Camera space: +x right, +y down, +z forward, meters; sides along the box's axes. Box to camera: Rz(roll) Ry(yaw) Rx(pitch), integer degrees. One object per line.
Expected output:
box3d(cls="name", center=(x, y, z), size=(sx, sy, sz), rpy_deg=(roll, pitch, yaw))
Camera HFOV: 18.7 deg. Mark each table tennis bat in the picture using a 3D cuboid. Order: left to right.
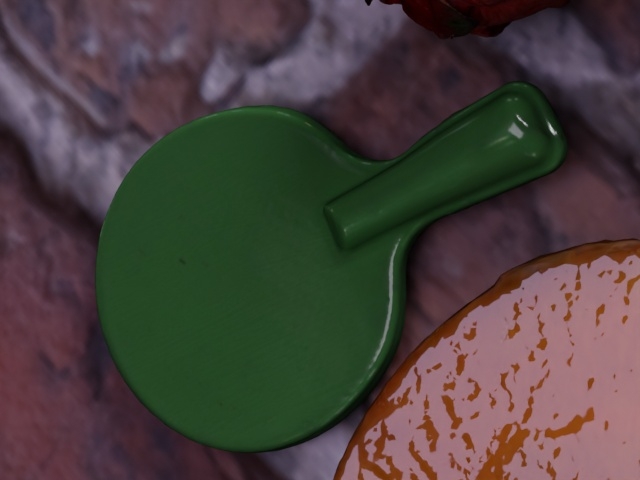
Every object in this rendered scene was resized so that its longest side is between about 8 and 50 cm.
box3d(cls="table tennis bat", center=(0.000, 0.000, 0.888), size=(0.257, 0.039, 0.160), rpy_deg=(-28, 79, 29))

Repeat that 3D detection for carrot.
box3d(cls="carrot", center=(0.117, 0.152, 0.788), size=(0.258, 0.100, 0.307), rpy_deg=(10, 92, 23))

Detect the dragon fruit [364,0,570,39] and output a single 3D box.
box3d(cls="dragon fruit", center=(0.065, -0.154, 0.805), size=(0.130, 0.121, 0.142), rpy_deg=(53, 126, 35))
